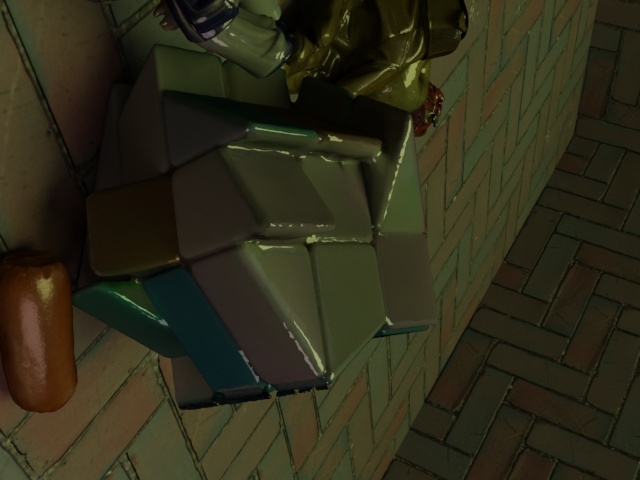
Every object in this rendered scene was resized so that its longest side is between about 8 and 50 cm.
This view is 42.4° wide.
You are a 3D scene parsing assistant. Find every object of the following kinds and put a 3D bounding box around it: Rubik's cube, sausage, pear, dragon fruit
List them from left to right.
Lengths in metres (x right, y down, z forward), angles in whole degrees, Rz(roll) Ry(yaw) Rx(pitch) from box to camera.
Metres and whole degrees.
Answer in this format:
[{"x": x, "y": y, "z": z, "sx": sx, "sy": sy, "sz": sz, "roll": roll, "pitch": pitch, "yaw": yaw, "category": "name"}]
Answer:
[{"x": -0.297, "y": 0.101, "z": 0.865, "sx": 0.076, "sy": 0.076, "sz": 0.197, "roll": -39, "pitch": 143, "yaw": -49, "category": "sausage"}, {"x": -0.065, "y": -0.013, "z": 0.908, "sx": 0.358, "sy": 0.387, "sz": 0.368, "roll": 0, "pitch": 78, "yaw": -44, "category": "Rubik's cube"}, {"x": 0.115, "y": -0.287, "z": 1.371, "sx": 0.167, "sy": 0.137, "sz": 0.167, "roll": -49, "pitch": 148, "yaw": -46, "category": "pear"}, {"x": 0.197, "y": -0.251, "z": 1.627, "sx": 0.102, "sy": 0.096, "sz": 0.147, "roll": -46, "pitch": 149, "yaw": -49, "category": "dragon fruit"}]

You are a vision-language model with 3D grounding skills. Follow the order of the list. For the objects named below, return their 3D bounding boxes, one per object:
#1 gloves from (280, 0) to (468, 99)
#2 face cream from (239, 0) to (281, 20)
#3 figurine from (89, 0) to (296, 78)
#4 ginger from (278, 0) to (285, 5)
[{"x": 0.050, "y": -0.284, "z": 1.184, "sx": 0.331, "sy": 0.141, "sz": 0.154, "roll": -21, "pitch": 138, "yaw": -15, "category": "gloves"}, {"x": -0.098, "y": -0.324, "z": 0.919, "sx": 0.101, "sy": 0.101, "sz": 0.251, "roll": -63, "pitch": 156, "yaw": -14, "category": "face cream"}, {"x": -0.148, "y": -0.251, "z": 0.748, "sx": 0.133, "sy": 0.194, "sz": 0.274, "roll": -42, "pitch": 148, "yaw": 17, "category": "figurine"}, {"x": -0.018, "y": -0.377, "z": 1.100, "sx": 0.214, "sy": 0.059, "sz": 0.133, "roll": -64, "pitch": 152, "yaw": -17, "category": "ginger"}]
